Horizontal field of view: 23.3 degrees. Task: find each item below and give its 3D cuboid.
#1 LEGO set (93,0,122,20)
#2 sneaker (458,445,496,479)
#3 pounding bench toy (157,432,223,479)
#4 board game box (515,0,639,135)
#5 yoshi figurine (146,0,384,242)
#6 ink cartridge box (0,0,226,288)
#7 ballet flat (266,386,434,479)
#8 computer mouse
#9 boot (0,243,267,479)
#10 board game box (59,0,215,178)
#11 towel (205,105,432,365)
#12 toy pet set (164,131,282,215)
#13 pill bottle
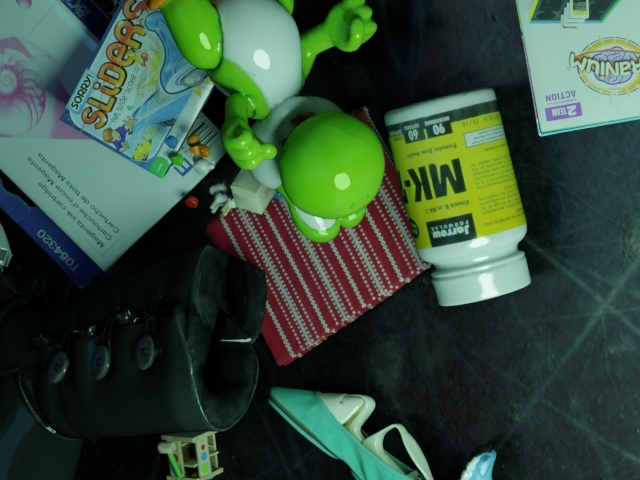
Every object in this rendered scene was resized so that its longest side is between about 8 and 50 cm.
[{"bbox_3d":[-0.291,-0.301,1.857,0.227,0.087,0.093,28,123,7],"label":"LEGO set"},{"bbox_3d":[0.187,0.300,1.697,0.073,0.063,0.162,4,108,16],"label":"sneaker"},{"bbox_3d":[-0.166,0.269,1.904,0.052,0.083,0.065,0,100,34],"label":"pounding bench toy"},{"bbox_3d":[0.298,-0.274,1.478,0.242,0.064,0.317,-7,97,35],"label":"board game box"},{"bbox_3d":[-0.037,-0.163,1.598,0.203,0.203,0.362,-23,106,19],"label":"yoshi figurine"},{"bbox_3d":[-0.323,-0.125,1.873,0.324,0.071,0.330,45,122,-6],"label":"ink cartridge box"},{"bbox_3d":[0.050,0.228,1.762,0.247,0.083,0.087,42,96,20],"label":"ballet flat"},{"bbox_3d":[-0.434,0.005,2.057,0.106,0.042,0.193,-39,84,39],"label":"computer mouse"},{"bbox_3d":[-0.249,0.224,1.853,0.445,0.146,0.367,-13,75,39],"label":"boot"},{"bbox_3d":[-0.187,-0.189,1.740,0.136,0.035,0.201,29,106,-2],"label":"board game box"},{"bbox_3d":[0.000,0.000,1.765,0.275,0.031,0.199,-36,78,33],"label":"towel"},{"bbox_3d":[-0.101,-0.084,1.753,0.114,0.065,0.122,18,148,21],"label":"toy pet set"},{"bbox_3d":[0.145,-0.045,1.600,0.119,0.119,0.209,-13,93,36],"label":"pill bottle"}]
